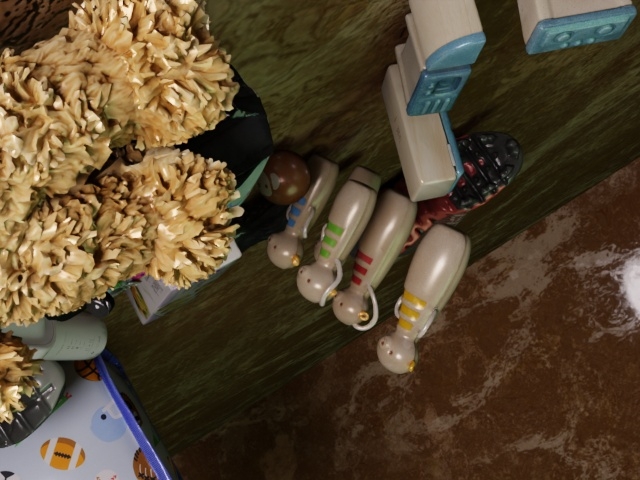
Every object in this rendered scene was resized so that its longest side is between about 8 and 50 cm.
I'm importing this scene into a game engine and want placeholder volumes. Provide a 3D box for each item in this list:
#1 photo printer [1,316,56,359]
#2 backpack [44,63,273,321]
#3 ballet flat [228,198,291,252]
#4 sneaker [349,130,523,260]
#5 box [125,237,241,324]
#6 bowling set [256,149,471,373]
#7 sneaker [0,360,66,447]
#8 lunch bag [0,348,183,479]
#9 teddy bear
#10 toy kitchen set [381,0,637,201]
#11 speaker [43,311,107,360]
[{"bbox_3d":[-0.347,0.096,0.696,0.256,0.107,0.307,-31,169,5],"label":"photo printer"},{"bbox_3d":[-0.123,-0.049,0.617,0.182,0.152,0.115,-31,-175,-16],"label":"backpack"},{"bbox_3d":[-0.076,-0.022,1.071,0.173,0.049,0.057,-31,142,-24],"label":"ballet flat"},{"bbox_3d":[0.161,-0.060,1.327,0.276,0.098,0.135,-34,168,26],"label":"sneaker"},{"bbox_3d":[-0.139,0.025,0.894,0.067,0.063,0.324,-28,178,-18],"label":"box"},{"bbox_3d":[0.000,0.000,1.002,0.154,0.199,0.287,-65,-157,10],"label":"bowling set"},{"bbox_3d":[-0.385,0.190,1.082,0.267,0.101,0.106,-28,-177,17],"label":"sneaker"},{"bbox_3d":[-0.321,0.373,1.231,0.327,0.386,0.239,-28,168,-8],"label":"lunch bag"},{"bbox_3d":[-0.186,-0.008,0.441,0.337,0.113,0.245,-2,128,-32],"label":"teddy bear"},{"bbox_3d":[0.158,-0.135,0.843,0.166,0.122,0.207,-11,165,-8],"label":"toy kitchen set"},{"bbox_3d":[-0.274,0.098,1.015,0.055,0.055,0.136,-32,168,7],"label":"speaker"}]
